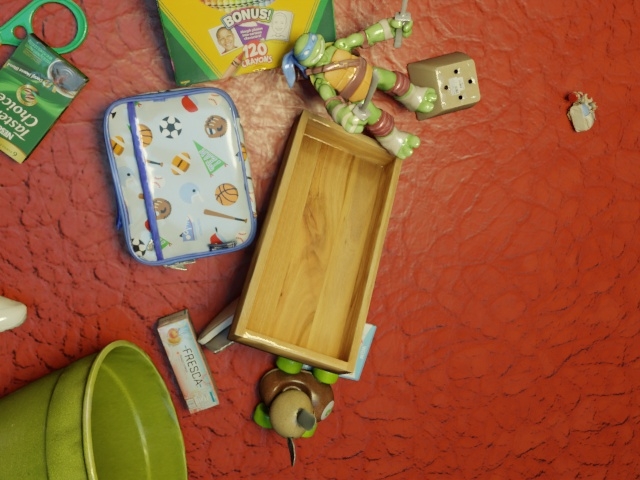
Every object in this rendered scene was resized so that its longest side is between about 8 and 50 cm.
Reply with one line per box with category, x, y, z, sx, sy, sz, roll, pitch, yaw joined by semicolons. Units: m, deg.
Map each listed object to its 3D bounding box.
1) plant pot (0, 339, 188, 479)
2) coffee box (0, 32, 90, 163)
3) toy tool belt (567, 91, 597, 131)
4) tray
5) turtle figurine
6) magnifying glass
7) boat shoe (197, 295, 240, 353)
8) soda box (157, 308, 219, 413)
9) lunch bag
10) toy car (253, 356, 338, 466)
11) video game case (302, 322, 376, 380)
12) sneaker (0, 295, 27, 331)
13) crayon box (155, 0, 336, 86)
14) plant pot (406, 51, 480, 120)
plant pot;-0.453;0.390;1.060;0.353;0.366;0.366;-16;105;4
coffee box;-0.479;-0.229;1.049;0.113;0.040;0.184;40;98;-21
toy tool belt;0.513;-0.259;1.259;0.051;0.052;0.083;-38;113;-35
tray;0.000;0.000;1.101;0.203;0.076;0.410;21;68;-14
turtle figurine;0.102;-0.249;1.018;0.275;0.197;0.266;-24;145;33
magnifying glass;-0.497;-0.336;1.046;0.231;0.026;0.092;-16;105;-10
boat shoe;-0.074;0.110;1.179;0.324;0.116;0.096;-38;103;-8
soda box;-0.244;0.224;1.192;0.058;0.063;0.183;-18;105;-7
lunch bag;-0.241;-0.103;1.101;0.243;0.115;0.303;-9;102;-7
toy car;-0.036;0.318;1.180;0.149;0.188;0.155;18;105;-14
video game case;0.015;0.204;1.266;0.166;0.015;0.119;15;98;-14
sneaker;-0.637;0.077;1.062;0.297;0.111;0.129;18;92;-16
crayon box;-0.120;-0.369;1.056;0.278;0.081;0.165;-14;127;-8
plant pot;0.232;-0.281;1.166;0.109;0.096;0.109;-16;104;-9
